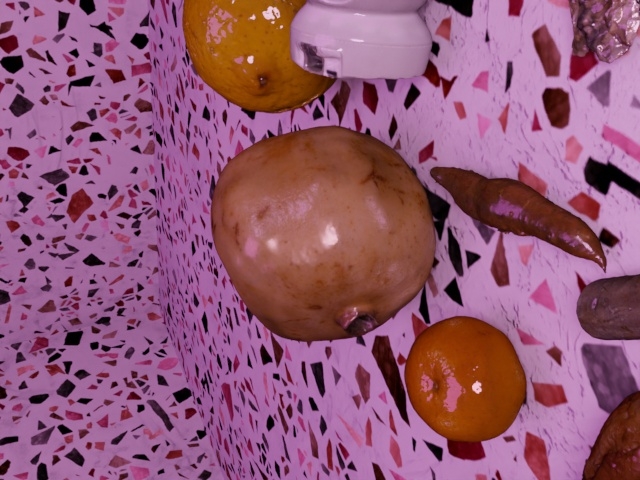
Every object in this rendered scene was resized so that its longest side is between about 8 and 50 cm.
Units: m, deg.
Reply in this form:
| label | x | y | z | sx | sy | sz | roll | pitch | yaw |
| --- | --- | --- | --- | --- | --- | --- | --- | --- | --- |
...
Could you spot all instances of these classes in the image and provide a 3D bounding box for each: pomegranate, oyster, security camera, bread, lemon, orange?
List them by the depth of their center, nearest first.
| label | x | y | z | sx | sy | sz | roll | pitch | yaw |
| --- | --- | --- | --- | --- | --- | --- | --- | --- | --- |
| oyster | 0.240 | -0.259 | 0.606 | 0.106 | 0.061 | 0.199 | -7 | 102 | 67 |
| bread | 0.309 | 0.256 | 0.668 | 0.124 | 0.084 | 0.343 | 51 | 144 | 46 |
| security camera | 0.060 | -0.334 | 0.839 | 0.194 | 0.195 | 0.236 | 45 | 135 | 51 |
| orange | 0.186 | 0.175 | 0.844 | 0.159 | 0.136 | 0.158 | 0 | 89 | 50 |
| pomegranate | 0.000 | 0.000 | 0.969 | 0.332 | 0.333 | 0.332 | 40 | 136 | 55 |
| lemon | -0.082 | -0.340 | 1.048 | 0.293 | 0.293 | 0.292 | 40 | 136 | 55 |

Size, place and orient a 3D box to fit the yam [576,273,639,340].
| label | x | y | z | sx | sy | sz | roll | pitch | yaw |
| --- | --- | --- | --- | --- | --- | --- | --- | --- | --- |
| yam | 0.312 | 0.058 | 0.597 | 0.169 | 0.068 | 0.068 | 153 | 104 | -70 |

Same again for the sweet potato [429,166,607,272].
| label | x | y | z | sx | sy | sz | roll | pitch | yaw |
| --- | --- | --- | --- | --- | --- | --- | --- | --- | --- |
| sweet potato | 0.219 | -0.037 | 0.765 | 0.274 | 0.067 | 0.067 | 39 | 135 | 53 |
